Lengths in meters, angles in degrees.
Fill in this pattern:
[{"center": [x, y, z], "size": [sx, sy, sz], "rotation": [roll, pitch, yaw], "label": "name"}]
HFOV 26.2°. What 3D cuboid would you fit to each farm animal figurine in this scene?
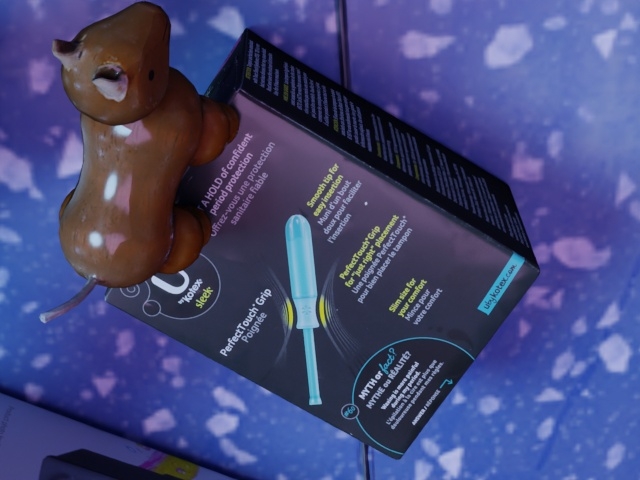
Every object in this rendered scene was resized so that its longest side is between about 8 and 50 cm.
[{"center": [-0.215, -0.062, 0.523], "size": [0.330, 0.172, 0.327], "rotation": [44, 105, 4], "label": "farm animal figurine"}]

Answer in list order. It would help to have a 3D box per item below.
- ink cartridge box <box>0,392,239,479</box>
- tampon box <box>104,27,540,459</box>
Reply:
[{"center": [-0.144, 0.222, 0.736], "size": [0.306, 0.131, 0.226], "rotation": [22, 112, -11], "label": "ink cartridge box"}, {"center": [0.000, 0.000, 0.653], "size": [0.161, 0.101, 0.120], "rotation": [30, 110, -13], "label": "tampon box"}]
